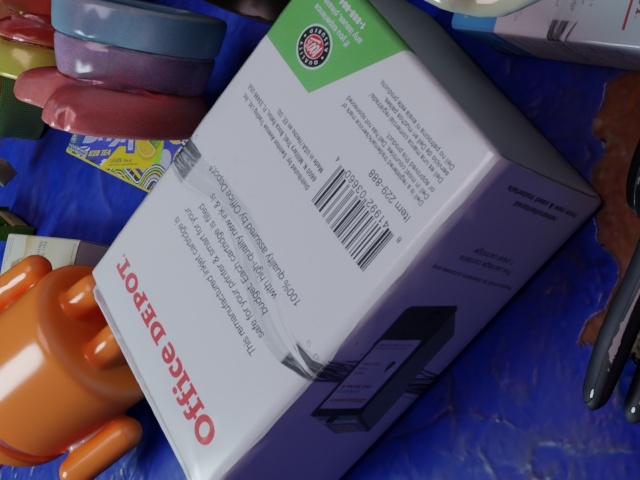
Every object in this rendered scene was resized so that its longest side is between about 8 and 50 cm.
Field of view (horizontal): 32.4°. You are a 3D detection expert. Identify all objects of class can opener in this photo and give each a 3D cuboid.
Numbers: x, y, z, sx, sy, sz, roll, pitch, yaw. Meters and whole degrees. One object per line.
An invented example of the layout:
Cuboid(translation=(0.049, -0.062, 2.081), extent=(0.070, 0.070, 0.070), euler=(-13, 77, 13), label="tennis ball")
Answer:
Cuboid(translation=(0.192, 0.011, 0.605), extent=(0.059, 0.073, 0.186), euler=(13, 92, 5), label="can opener")

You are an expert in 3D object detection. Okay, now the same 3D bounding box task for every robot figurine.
Cuboid(translation=(-0.215, 0.105, 0.892), extent=(0.219, 0.158, 0.128), euler=(-36, 23, 30), label="robot figurine")

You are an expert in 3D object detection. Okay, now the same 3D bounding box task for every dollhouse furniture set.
Cuboid(translation=(-0.294, -0.079, 1.048), extent=(0.059, 0.076, 0.151), euler=(29, 110, 45), label="dollhouse furniture set")

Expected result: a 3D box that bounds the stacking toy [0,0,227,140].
Cuboid(translation=(-0.236, -0.178, 0.851), extent=(0.309, 0.280, 0.130), euler=(27, 111, 48), label="stacking toy")

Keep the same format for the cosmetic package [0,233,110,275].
Cuboid(translation=(-0.239, 0.027, 0.991), extent=(0.115, 0.041, 0.060), euler=(2, 81, 43), label="cosmetic package")

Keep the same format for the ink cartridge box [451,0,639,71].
Cuboid(translation=(0.176, -0.157, 0.647), extent=(0.180, 0.060, 0.104), euler=(19, 92, 44), label="ink cartridge box")

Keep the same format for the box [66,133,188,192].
Cuboid(translation=(-0.140, -0.073, 0.919), extent=(0.169, 0.054, 0.059), euler=(25, 96, 43), label="box")

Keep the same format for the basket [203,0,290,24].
Cuboid(translation=(-0.021, -0.288, 0.801), extent=(0.204, 0.154, 0.226), euler=(15, 84, 64), label="basket")

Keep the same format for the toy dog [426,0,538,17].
Cuboid(translation=(0.108, -0.380, 0.553), extent=(0.285, 0.408, 0.395), euler=(31, 134, 6), label="toy dog")

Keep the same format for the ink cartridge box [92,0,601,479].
Cuboid(translation=(0.000, 0.000, 0.726), extent=(0.289, 0.122, 0.211), euler=(-50, 52, 22), label="ink cartridge box")
